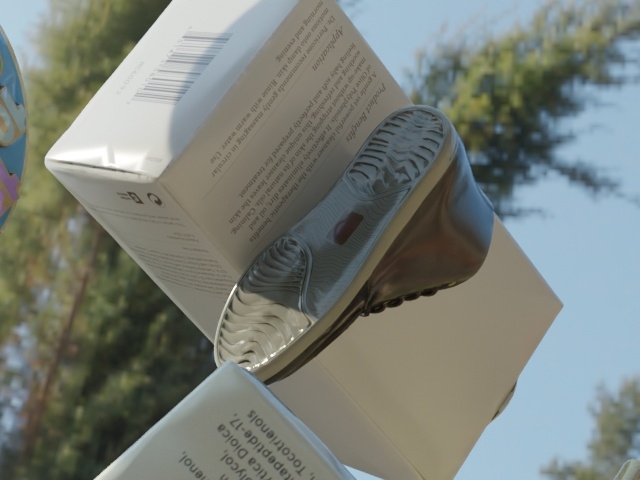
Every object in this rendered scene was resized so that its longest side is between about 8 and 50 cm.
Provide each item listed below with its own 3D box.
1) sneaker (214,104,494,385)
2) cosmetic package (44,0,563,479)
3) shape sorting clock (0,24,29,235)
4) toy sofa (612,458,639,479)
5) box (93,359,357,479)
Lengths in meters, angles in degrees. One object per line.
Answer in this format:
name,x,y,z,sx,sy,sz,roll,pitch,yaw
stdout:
sneaker,0.033,0.028,1.134,0.083,0.222,0.118,35,-10,43
cosmetic package,0.000,0.000,1.265,0.155,0.197,0.365,10,-34,49
shape sorting clock,-0.252,-0.070,1.035,0.040,0.206,0.206,3,-33,35
toy sofa,0.310,0.311,1.128,0.362,0.150,0.177,37,-28,7
box,-0.081,0.170,0.469,0.275,0.113,0.094,-41,-20,-7
